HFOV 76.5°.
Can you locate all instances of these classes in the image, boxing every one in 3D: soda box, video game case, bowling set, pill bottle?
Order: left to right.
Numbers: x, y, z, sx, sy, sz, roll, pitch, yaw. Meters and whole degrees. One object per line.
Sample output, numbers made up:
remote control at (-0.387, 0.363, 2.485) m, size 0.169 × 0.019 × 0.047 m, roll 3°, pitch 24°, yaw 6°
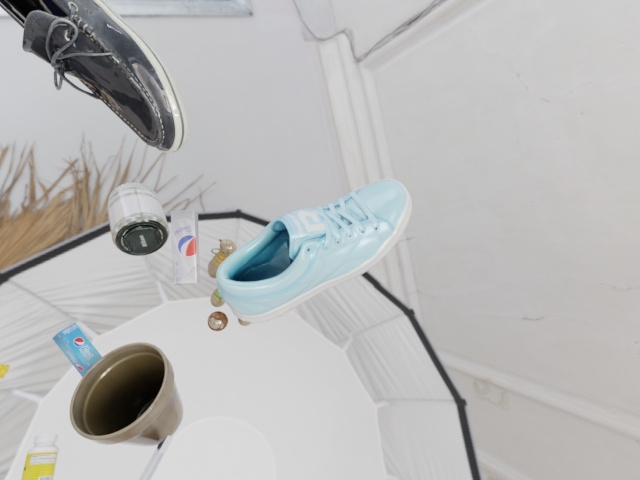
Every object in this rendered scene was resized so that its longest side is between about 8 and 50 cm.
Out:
pill bottle at (-0.657, 0.522, 0.955) m, size 0.065 × 0.065 × 0.116 m, roll 120°, pitch -30°, yaw -54°
soda box at (-0.869, 0.408, 1.475) m, size 0.071 × 0.067 × 0.210 m, roll -32°, pitch -85°, yaw 33°
video game case at (-0.531, 0.714, 1.261) m, size 0.023 × 0.183 × 0.201 m, roll 31°, pitch -41°, yaw -8°
soda box at (-0.527, 0.028, 1.589) m, size 0.098 × 0.091 × 0.286 m, roll 146°, pitch -59°, yaw -80°
bowling set at (-0.210, 0.152, 1.103) m, size 0.287 × 0.200 × 0.154 m, roll 31°, pitch -51°, yaw -6°

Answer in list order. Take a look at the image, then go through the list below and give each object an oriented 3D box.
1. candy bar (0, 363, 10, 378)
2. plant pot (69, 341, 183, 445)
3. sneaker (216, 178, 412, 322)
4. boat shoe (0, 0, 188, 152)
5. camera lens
candy bar at (-0.959, 0.345, 1.127) m, size 0.040 × 0.161 × 0.018 m, roll -85°, pitch -161°, yaw -45°
plant pot at (-0.620, 0.564, 1.394) m, size 0.323 × 0.323 × 0.280 m, roll 45°, pitch -21°, yaw 43°
sneaker at (0.000, 0.000, 0.652) m, size 0.135 × 0.366 × 0.150 m, roll 49°, pitch -10°, yaw 25°
boat shoe at (-0.440, -0.359, 0.729) m, size 0.187 × 0.156 × 0.500 m, roll -17°, pitch -64°, yaw 46°
camera lens at (-0.777, -0.088, 1.725) m, size 0.274 × 0.219 × 0.219 m, roll 57°, pitch -31°, yaw 37°
